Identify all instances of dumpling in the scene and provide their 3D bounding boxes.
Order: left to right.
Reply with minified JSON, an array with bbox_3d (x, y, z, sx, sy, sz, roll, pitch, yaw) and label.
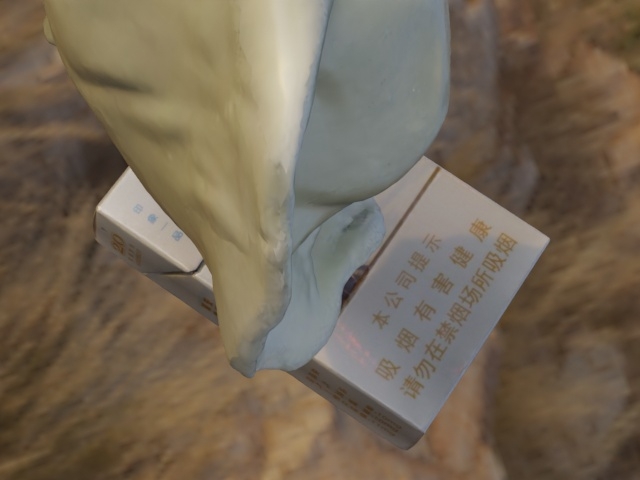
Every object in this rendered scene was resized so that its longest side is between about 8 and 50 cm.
[{"bbox_3d":[-0.038,-0.084,0.823,0.318,0.187,0.243,85,8,-48],"label":"dumpling"}]

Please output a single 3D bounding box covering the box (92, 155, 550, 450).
[{"bbox_3d":[-0.001,-0.001,1.158,0.233,0.067,0.149,34,68,3],"label":"box"}]
